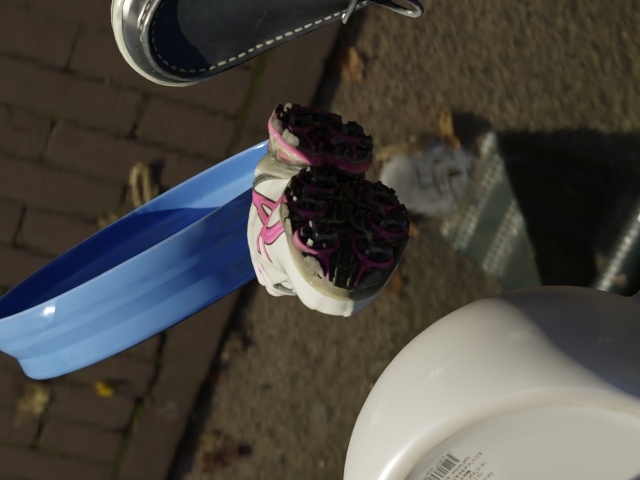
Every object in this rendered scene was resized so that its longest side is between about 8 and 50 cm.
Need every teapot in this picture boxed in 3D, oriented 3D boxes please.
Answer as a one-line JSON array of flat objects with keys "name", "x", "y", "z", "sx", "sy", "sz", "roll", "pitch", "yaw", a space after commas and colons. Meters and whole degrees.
[{"name": "teapot", "x": 0.129, "y": 0.123, "z": 1.018, "sx": 0.256, "sy": 0.187, "sz": 0.252, "roll": -6, "pitch": 119, "yaw": 6}]

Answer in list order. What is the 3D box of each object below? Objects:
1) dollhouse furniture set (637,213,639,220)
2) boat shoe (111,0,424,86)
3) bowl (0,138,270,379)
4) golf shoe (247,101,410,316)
[{"name": "dollhouse furniture set", "x": 0.356, "y": -0.079, "z": 1.563, "sx": 0.198, "sy": 0.303, "sz": 0.286, "roll": 37, "pitch": 73, "yaw": -36}, {"name": "boat shoe", "x": 0.027, "y": -0.270, "z": 1.439, "sx": 0.500, "sy": 0.156, "sz": 0.187, "roll": -31, "pitch": 132, "yaw": 21}, {"name": "bowl", "x": -0.141, "y": 0.010, "z": 1.696, "sx": 0.391, "sy": 0.391, "sz": 0.077, "roll": -27, "pitch": 99, "yaw": 13}, {"name": "golf shoe", "x": 0.000, "y": 0.000, "z": 0.892, "sx": 0.067, "sy": 0.186, "sz": 0.086, "roll": 14, "pitch": 112, "yaw": -11}]
